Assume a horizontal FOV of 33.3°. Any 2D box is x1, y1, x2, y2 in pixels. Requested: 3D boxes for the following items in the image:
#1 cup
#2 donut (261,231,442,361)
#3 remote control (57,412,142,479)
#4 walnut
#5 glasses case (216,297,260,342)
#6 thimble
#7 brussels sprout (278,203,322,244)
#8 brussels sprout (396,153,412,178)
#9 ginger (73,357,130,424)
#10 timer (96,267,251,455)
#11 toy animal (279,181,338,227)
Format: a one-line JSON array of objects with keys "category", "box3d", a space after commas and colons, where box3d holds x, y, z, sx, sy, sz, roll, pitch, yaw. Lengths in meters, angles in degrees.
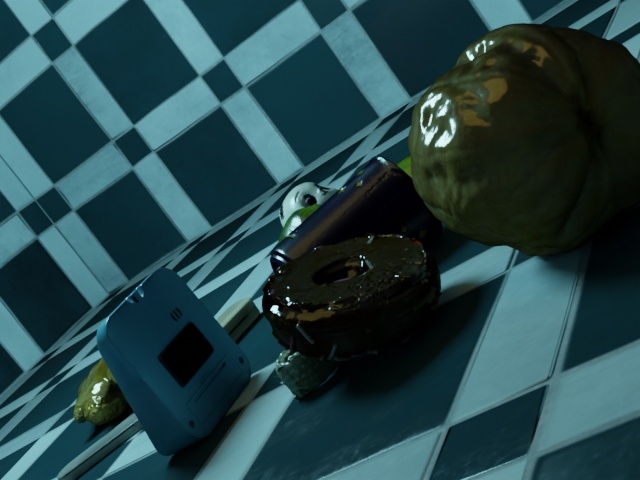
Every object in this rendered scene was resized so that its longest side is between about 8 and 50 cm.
[{"category": "cup", "box3d": [0.068, 0.030, 1.837, 0.256, 0.255, 0.178, -41, 48, -12]}, {"category": "donut", "box3d": [0.044, 0.080, 1.520, 0.269, 0.103, 0.270, -12, 20, 4]}, {"category": "remote control", "box3d": [-0.401, 0.384, 2.051, 0.245, 0.022, 0.077, -37, 12, -8]}, {"category": "walnut", "box3d": [0.266, -0.124, 1.376, 0.306, 0.306, 0.344, -38, 13, -10]}, {"category": "glasses case", "box3d": [-0.197, 0.188, 2.177, 0.083, 0.050, 0.196, -24, 15, 42]}, {"category": "thimble", "box3d": [-0.019, 0.179, 1.573, 0.084, 0.062, 0.110, -26, 14, 50]}, {"category": "brussels sprout", "box3d": [0.000, 0.005, 2.088, 0.161, 0.144, 0.180, -11, 17, -13]}, {"category": "brussels sprout", "box3d": [0.185, -0.103, 2.007, 0.149, 0.122, 0.151, -32, 11, 8]}, {"category": "ginger", "box3d": [-0.410, 0.316, 2.217, 0.375, 0.166, 0.236, -54, 21, 39]}, {"category": "timer", "box3d": [-0.249, 0.193, 1.752, 0.091, 0.250, 0.232, -29, 12, 32]}, {"category": "toy animal", "box3d": [-0.002, -0.039, 2.237, 0.138, 0.179, 0.166, -47, -5, 34]}]
